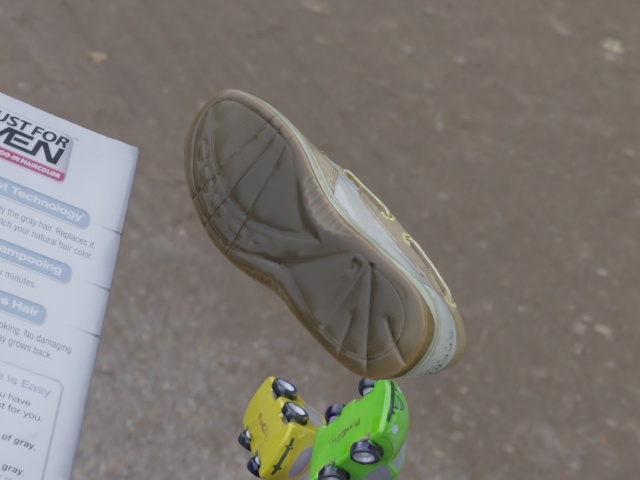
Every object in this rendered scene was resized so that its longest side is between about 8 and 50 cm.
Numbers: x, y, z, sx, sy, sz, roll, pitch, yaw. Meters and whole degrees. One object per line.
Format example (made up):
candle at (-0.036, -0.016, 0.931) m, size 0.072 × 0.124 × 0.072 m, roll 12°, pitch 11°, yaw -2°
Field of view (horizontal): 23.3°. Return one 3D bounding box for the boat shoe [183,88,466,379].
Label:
boat shoe at (0.000, 0.000, 0.538) m, size 0.045 × 0.050 × 0.135 m, roll 19°, pitch 28°, yaw -53°

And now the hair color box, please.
hair color box at (-0.263, 0.077, 1.091) m, size 0.185 × 0.113 × 0.375 m, roll 23°, pitch 58°, yaw -25°

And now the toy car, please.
toy car at (0.003, 0.172, 1.113) m, size 0.053 × 0.225 × 0.239 m, roll 26°, pitch 47°, yaw -21°
